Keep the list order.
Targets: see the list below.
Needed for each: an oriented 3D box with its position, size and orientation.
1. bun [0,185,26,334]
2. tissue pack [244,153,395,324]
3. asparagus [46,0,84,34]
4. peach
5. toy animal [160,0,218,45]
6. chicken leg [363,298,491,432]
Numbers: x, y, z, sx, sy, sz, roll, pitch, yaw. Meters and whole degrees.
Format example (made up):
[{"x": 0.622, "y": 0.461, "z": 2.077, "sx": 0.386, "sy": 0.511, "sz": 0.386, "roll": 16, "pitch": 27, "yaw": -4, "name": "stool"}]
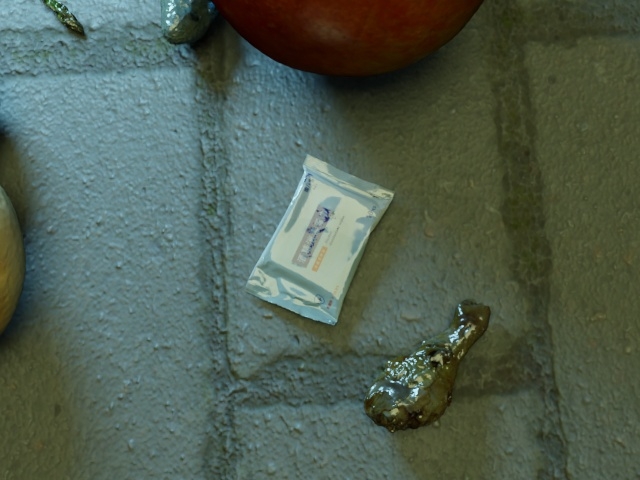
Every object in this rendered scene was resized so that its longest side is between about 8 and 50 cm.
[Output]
[{"x": -0.482, "y": 0.019, "z": 0.856, "sx": 0.299, "sy": 0.165, "sz": 0.298, "roll": -1, "pitch": 104, "yaw": -4, "name": "bun"}, {"x": 0.000, "y": 0.000, "z": 0.980, "sx": 0.123, "sy": 0.026, "sz": 0.193, "roll": 24, "pitch": 79, "yaw": 5, "name": "tissue pack"}, {"x": -0.394, "y": -0.360, "z": 1.060, "sx": 0.233, "sy": 0.023, "sz": 0.022, "roll": 48, "pitch": 126, "yaw": 9, "name": "asparagus"}, {"x": 0.012, "y": -0.376, "z": 0.884, "sx": 0.389, "sy": 0.388, "sz": 0.387, "roll": 0, "pitch": 78, "yaw": 0, "name": "peach"}, {"x": -0.154, "y": -0.360, "z": 1.046, "sx": 0.079, "sy": 0.070, "sz": 0.252, "roll": 33, "pitch": 63, "yaw": -28, "name": "toy animal"}, {"x": 0.136, "y": 0.149, "z": 0.936, "sx": 0.085, "sy": 0.069, "sz": 0.198, "roll": 34, "pitch": 72, "yaw": 31, "name": "chicken leg"}]
